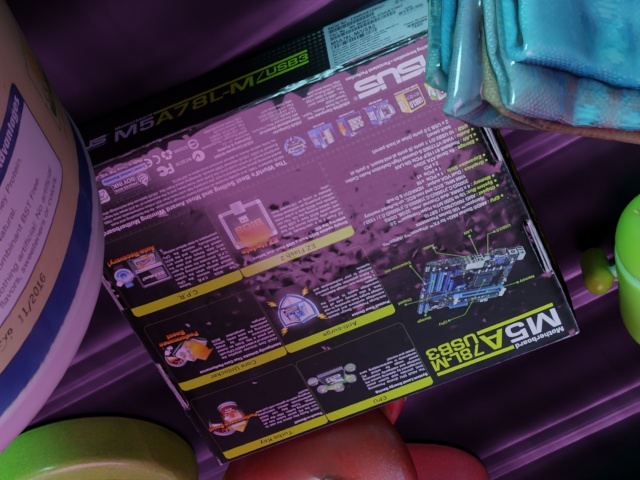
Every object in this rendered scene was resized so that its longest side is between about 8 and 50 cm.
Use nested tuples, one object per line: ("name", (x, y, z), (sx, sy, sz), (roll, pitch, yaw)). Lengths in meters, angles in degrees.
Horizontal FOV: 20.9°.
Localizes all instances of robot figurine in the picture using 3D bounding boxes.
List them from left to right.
("robot figurine", (0.185, 0.016, 0.891), (0.101, 0.067, 0.115), (-8, 143, 7))

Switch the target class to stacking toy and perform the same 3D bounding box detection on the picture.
("stacking toy", (-0.034, 0.189, 0.994), (0.279, 0.130, 0.309), (-22, 142, 11))

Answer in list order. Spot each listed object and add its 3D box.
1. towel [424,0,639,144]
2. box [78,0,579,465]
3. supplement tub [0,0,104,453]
("towel", (0.210, -0.153, 0.549), (0.370, 0.271, 0.040), (5, 175, -23))
("box", (0.000, 0.000, 0.793), (0.190, 0.045, 0.184), (-22, 126, 10))
("supplement tub", (-0.219, -0.061, 0.536), (0.228, 0.228, 0.316), (-17, 143, 4))
